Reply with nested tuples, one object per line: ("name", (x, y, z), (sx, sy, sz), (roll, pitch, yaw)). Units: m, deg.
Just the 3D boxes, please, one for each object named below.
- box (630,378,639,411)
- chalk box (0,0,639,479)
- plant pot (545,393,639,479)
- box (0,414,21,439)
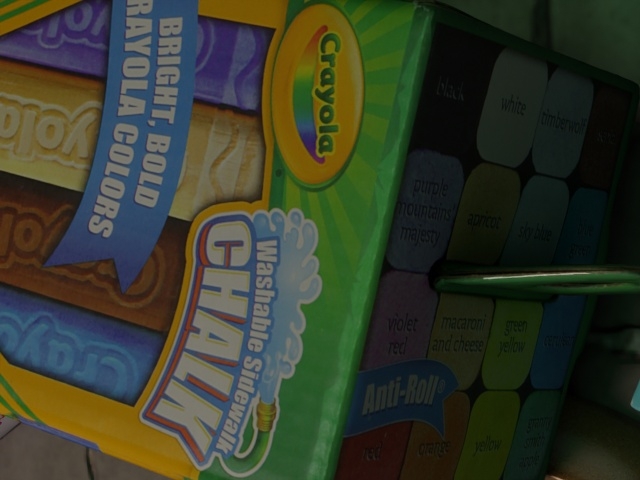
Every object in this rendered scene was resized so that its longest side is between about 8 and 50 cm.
("box", (0.210, -0.029, 0.630), (0.100, 0.060, 0.244), (27, 106, 25))
("chalk box", (0.000, 0.000, 0.661), (0.289, 0.180, 0.179), (16, 94, 34))
("plant pot", (0.079, 0.181, 0.733), (0.236, 0.032, 0.236), (2, 95, 30))
("box", (-0.276, 0.017, 0.871), (0.231, 0.127, 0.262), (-38, 74, 28))
